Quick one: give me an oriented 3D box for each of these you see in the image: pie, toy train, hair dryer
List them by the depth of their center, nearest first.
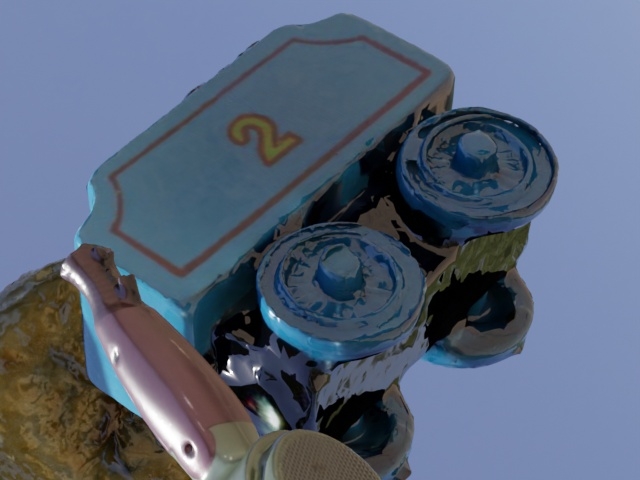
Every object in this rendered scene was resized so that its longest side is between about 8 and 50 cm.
[{"bbox_3d":[-0.043,0.064,0.571,0.054,0.106,0.154,5,-130,-44],"label":"hair dryer"},{"bbox_3d":[0.000,0.000,1.216,0.265,0.188,0.300,30,-128,25],"label":"toy train"},{"bbox_3d":[-0.161,0.127,1.458,0.274,0.274,0.055,51,-168,-6],"label":"pie"}]
